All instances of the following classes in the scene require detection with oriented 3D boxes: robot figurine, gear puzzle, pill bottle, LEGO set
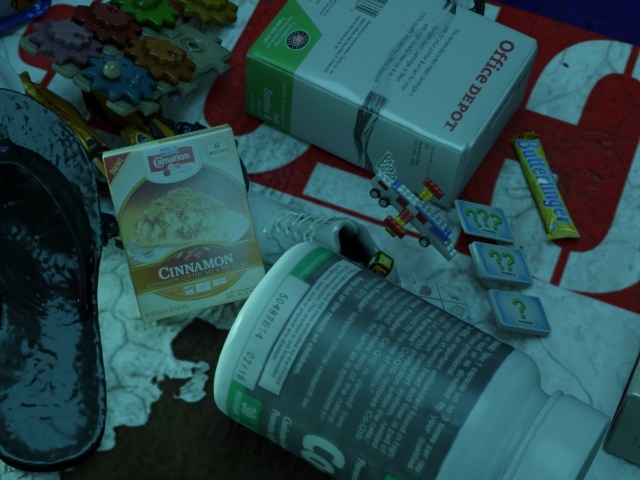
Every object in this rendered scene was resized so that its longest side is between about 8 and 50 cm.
[{"bbox_3d":[-0.223,-0.109,1.808,0.211,0.085,0.291,-38,65,-25],"label":"robot figurine"},{"bbox_3d":[-0.192,-0.252,1.868,0.175,0.044,0.339,34,35,13],"label":"gear puzzle"},{"bbox_3d":[0.092,0.166,1.567,0.361,0.204,0.204,28,57,15],"label":"pill bottle"},{"bbox_3d":[0.146,0.005,1.714,0.244,0.060,0.182,11,48,-34],"label":"LEGO set"}]

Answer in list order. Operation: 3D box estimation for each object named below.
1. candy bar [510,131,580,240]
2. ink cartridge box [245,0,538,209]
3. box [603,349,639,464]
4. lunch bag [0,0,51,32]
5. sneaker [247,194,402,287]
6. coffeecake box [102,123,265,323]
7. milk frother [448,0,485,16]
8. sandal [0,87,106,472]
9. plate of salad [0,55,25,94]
[{"bbox_3d":[0.266,-0.065,1.858,0.040,0.018,0.161,-9,57,-11],"label":"candy bar"},{"bbox_3d":[0.084,-0.195,1.871,0.289,0.121,0.211,27,57,14],"label":"ink cartridge box"},{"bbox_3d":[0.415,0.133,1.664,0.149,0.127,0.232,22,56,11],"label":"box"},{"bbox_3d":[-0.563,-0.362,1.870,0.385,0.239,0.328,-31,61,-34],"label":"lunch bag"},{"bbox_3d":[0.000,0.000,1.730,0.232,0.115,0.090,29,59,15],"label":"sneaker"},{"bbox_3d":[-0.146,-0.020,1.689,0.142,0.068,0.185,-14,99,-5],"label":"coffeecake box"},{"bbox_3d":[0.195,-0.355,2.022,0.135,0.129,0.143,-28,105,-22],"label":"milk frother"},{"bbox_3d":[-0.303,0.019,1.652,0.168,0.107,0.445,-10,67,-12],"label":"sandal"},{"bbox_3d":[-0.432,-0.137,1.796,0.200,0.048,0.199,-6,71,17],"label":"plate of salad"}]
